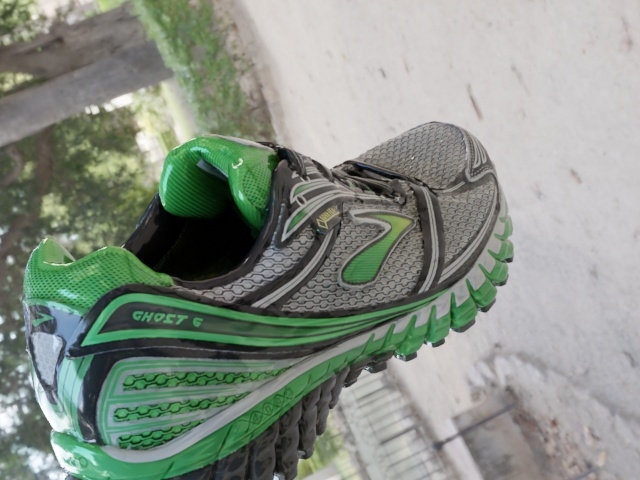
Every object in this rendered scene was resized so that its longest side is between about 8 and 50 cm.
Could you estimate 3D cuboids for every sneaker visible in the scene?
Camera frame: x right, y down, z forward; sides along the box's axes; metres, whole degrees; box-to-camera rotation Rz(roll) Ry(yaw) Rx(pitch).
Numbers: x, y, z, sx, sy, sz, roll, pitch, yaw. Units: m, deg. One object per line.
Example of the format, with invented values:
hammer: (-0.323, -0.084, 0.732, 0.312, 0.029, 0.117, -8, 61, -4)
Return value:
sneaker: (0.000, 0.000, 0.443, 0.134, 0.343, 0.146, 5, 118, 36)
